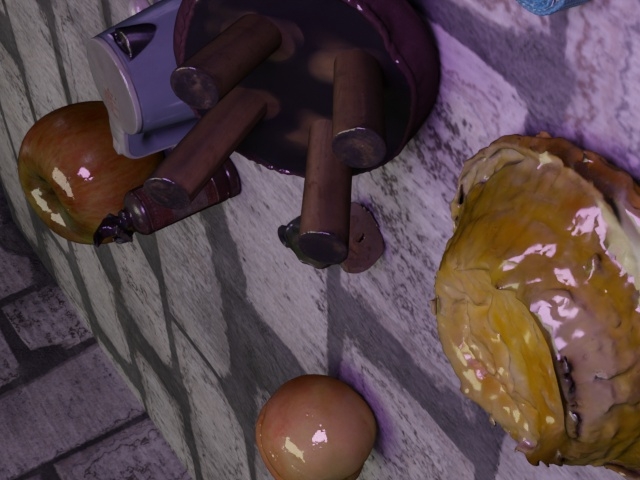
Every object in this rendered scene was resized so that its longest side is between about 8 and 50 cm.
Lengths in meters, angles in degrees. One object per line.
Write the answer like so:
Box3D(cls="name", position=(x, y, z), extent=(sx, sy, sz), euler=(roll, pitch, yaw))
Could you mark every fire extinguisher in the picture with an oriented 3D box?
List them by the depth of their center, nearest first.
Box3D(cls="fire extinguisher", position=(-0.238, -0.057, 1.560), extent=(0.106, 0.252, 0.075), euler=(-14, 101, 65))

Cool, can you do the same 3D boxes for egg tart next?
Box3D(cls="egg tart", position=(0.201, 0.076, 0.926), extent=(0.345, 0.132, 0.345), euler=(50, 154, 35))

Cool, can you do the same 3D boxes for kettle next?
Box3D(cls="kettle", position=(-0.135, -0.201, 1.196), extent=(0.160, 0.243, 0.211), euler=(54, 157, 21))

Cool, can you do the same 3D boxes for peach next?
Box3D(cls="peach", position=(-0.007, 0.285, 1.545), extent=(0.184, 0.184, 0.184), euler=(47, 152, 34))

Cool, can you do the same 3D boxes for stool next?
Box3D(cls="stool", position=(-0.033, -0.124, 0.994), extent=(0.272, 0.179, 0.272), euler=(11, 141, 9))

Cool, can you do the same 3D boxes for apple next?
Box3D(cls="apple", position=(-0.396, -0.126, 1.869), extent=(0.264, 0.264, 0.264), euler=(47, 152, 34))

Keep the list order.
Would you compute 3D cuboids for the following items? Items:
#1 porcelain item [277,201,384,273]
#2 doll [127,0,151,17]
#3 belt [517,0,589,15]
Box3D(cls="porcelain item", position=(0.000, 0.000, 1.347), extent=(0.081, 0.069, 0.215), euler=(56, 159, -15))
Box3D(cls="doll", position=(-0.265, -0.301, 1.604), extent=(0.160, 0.059, 0.161), euler=(2, 116, 64))
Box3D(cls="belt", position=(0.136, -0.229, 0.820), extent=(0.179, 0.065, 0.100), euler=(51, 145, 27))
